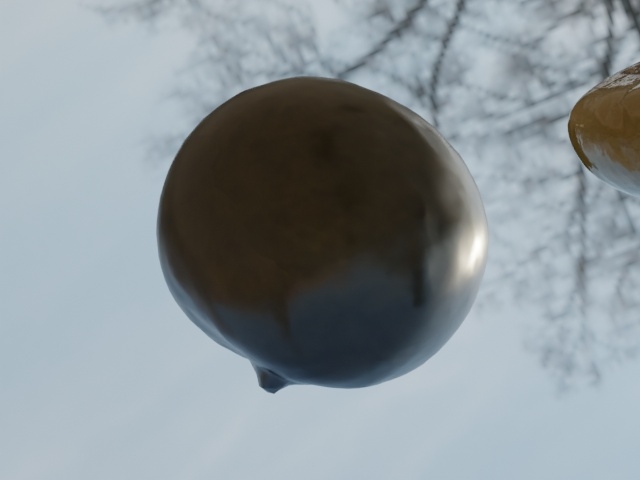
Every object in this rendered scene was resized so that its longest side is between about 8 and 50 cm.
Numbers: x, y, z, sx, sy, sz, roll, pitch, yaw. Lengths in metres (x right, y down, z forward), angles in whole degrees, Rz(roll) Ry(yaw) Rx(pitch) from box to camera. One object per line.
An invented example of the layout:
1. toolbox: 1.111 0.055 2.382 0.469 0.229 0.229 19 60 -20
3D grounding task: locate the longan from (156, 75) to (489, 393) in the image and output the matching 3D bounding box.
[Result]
1. longan: 0.003 -0.002 1.614 0.297 0.297 0.297 -21 -157 9

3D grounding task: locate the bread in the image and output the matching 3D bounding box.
1. bread: 0.229 -0.067 1.059 0.134 0.085 0.173 -25 -171 -13
